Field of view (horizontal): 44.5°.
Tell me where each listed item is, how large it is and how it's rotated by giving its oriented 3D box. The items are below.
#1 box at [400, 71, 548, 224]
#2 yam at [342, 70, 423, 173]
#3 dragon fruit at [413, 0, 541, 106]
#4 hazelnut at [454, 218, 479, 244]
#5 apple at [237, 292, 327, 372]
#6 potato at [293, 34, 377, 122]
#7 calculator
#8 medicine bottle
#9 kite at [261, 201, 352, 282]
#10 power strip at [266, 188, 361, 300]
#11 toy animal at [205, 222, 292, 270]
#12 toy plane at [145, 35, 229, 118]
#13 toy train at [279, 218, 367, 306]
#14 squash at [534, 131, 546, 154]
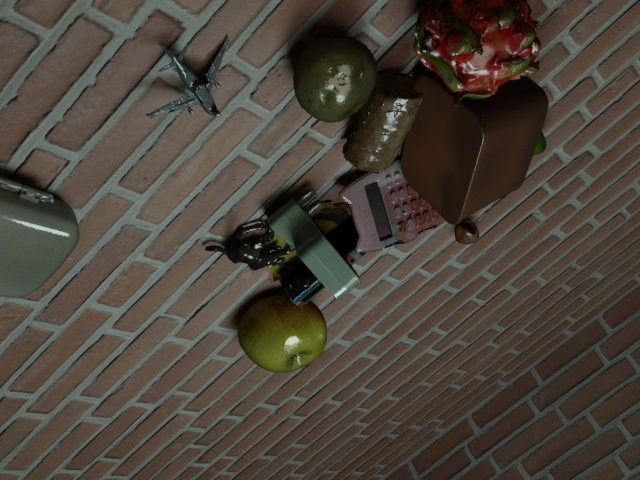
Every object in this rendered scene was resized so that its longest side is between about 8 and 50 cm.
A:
[{"bbox_3d":[0.372,-0.252,1.905,0.229,0.239,0.339,-24,144,-23],"label":"box"},{"bbox_3d":[0.146,-0.279,1.828,0.129,0.128,0.238,-47,166,-39],"label":"yam"},{"bbox_3d":[0.332,-0.435,1.676,0.302,0.231,0.237,8,142,-26],"label":"dragon fruit"},{"bbox_3d":[0.451,-0.023,2.401,0.086,0.086,0.086,-19,144,-14],"label":"hazelnut"},{"bbox_3d":[-0.106,0.269,2.275,0.260,0.194,0.261,-19,145,-14],"label":"apple"},{"bbox_3d":[0.030,-0.338,1.655,0.177,0.160,0.235,5,153,-5],"label":"potato"},{"bbox_3d":[0.210,-0.102,2.065,0.329,0.048,0.220,-21,102,-17],"label":"calculator"},{"bbox_3d":[-0.693,-0.013,1.574,0.282,0.123,0.375,-43,144,21],"label":"medicine bottle"},{"bbox_3d":[-0.040,0.010,2.157,0.377,0.013,0.327,13,128,-45],"label":"kite"},{"bbox_3d":[0.000,0.000,1.981,0.141,0.229,0.261,-41,99,3],"label":"power strip"},{"bbox_3d":[-0.174,0.029,2.018,0.232,0.085,0.148,8,137,-40],"label":"toy animal"},{"bbox_3d":[-0.251,-0.309,1.571,0.226,0.058,0.226,-45,145,-5],"label":"toy plane"},{"bbox_3d":[0.070,0.023,2.161,0.409,0.086,0.089,-39,148,4],"label":"toy train"},{"bbox_3d":[0.526,-0.305,2.097,0.082,0.082,0.292,-42,141,18],"label":"squash"}]
